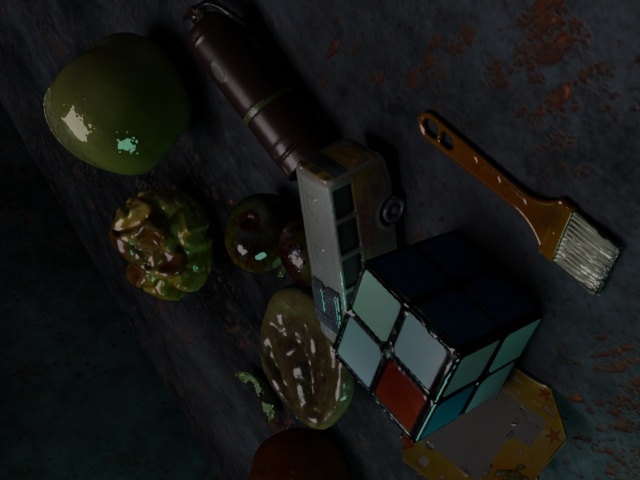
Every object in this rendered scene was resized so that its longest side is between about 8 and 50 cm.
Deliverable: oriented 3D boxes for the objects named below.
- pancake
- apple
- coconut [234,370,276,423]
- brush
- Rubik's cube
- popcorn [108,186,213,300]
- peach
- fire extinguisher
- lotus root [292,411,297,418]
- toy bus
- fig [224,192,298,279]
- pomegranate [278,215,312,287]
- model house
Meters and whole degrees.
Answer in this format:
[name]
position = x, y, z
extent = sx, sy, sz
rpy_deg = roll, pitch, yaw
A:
[pancake]
position = -0.033, 0.219, 1.594
extent = 0.294, 0.049, 0.294
rpy_deg = 9, 101, 52
[apple]
position = -0.400, -0.263, 1.612
extent = 0.254, 0.292, 0.292
rpy_deg = 44, 161, -20
[coconut]
position = -0.156, 0.402, 2.122
extent = 0.158, 0.055, 0.133
rpy_deg = 60, 154, -2
[brush]
position = 0.219, -0.061, 0.954
extent = 0.314, 0.017, 0.090
rpy_deg = 46, 149, 31
[Rubik's cube]
position = 0.147, 0.120, 1.056
extent = 0.183, 0.167, 0.180
rpy_deg = 48, 137, 30
[popcorn]
position = -0.358, 0.011, 1.923
extent = 0.332, 0.225, 0.265
rpy_deg = 87, 164, -84
[peach]
position = -0.042, 0.565, 1.878
extent = 0.252, 0.252, 0.252
rpy_deg = 44, 151, 33
[fire extinguisher]
position = -0.112, -0.249, 1.277
extent = 0.341, 0.105, 0.141
rpy_deg = 54, 153, 9
[lotus root]
position = -0.019, 0.322, 1.702
extent = 0.081, 0.112, 0.122
rpy_deg = 55, 155, 16
[toy bus]
position = 0.053, 0.019, 1.209
extent = 0.097, 0.138, 0.342
rpy_deg = 33, 142, 42
[fig]
position = -0.087, 0.013, 1.515
extent = 0.149, 0.149, 0.245
rpy_deg = 46, 175, 30
[pomegranate]
position = -0.006, 0.003, 1.320
extent = 0.129, 0.129, 0.159
rpy_deg = 47, 152, 28
[model house]
position = 0.256, 0.287, 1.147
extent = 0.219, 0.207, 0.136
rpy_deg = 28, 172, 45
